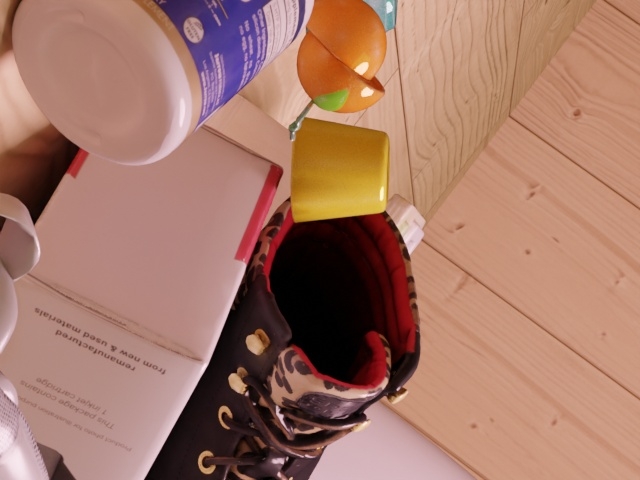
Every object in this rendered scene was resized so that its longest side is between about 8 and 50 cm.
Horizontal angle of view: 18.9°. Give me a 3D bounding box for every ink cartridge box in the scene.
[{"bbox_3d":[-0.157,0.089,1.229,0.226,0.131,0.306,-72,-171,-54],"label":"ink cartridge box"}]

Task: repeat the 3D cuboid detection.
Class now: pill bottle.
[{"bbox_3d":[-0.069,-0.134,1.046,0.186,0.112,0.112,-47,169,-40],"label":"pill bottle"}]

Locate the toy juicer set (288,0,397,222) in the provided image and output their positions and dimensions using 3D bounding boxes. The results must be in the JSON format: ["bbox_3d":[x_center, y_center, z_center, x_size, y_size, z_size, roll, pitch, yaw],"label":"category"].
[{"bbox_3d":[0.005,-0.193,1.240,0.209,0.090,0.329,84,9,-61],"label":"toy juicer set"}]

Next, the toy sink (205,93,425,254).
[{"bbox_3d":[0.000,0.000,1.532,0.131,0.234,0.153,-53,171,1],"label":"toy sink"}]

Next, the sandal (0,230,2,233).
[{"bbox_3d":[-0.237,0.060,1.194,0.067,0.040,0.179,120,-5,-66],"label":"sandal"}]

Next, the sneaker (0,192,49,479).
[{"bbox_3d":[-0.221,0.123,0.677,0.210,0.137,0.365,-17,145,-44],"label":"sneaker"}]

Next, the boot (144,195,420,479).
[{"bbox_3d":[-0.048,0.162,1.287,0.377,0.138,0.284,-79,-163,-45],"label":"boot"}]

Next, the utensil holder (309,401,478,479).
[{"bbox_3d":[-0.053,0.261,1.778,0.327,0.385,0.327,-52,170,-12],"label":"utensil holder"}]
